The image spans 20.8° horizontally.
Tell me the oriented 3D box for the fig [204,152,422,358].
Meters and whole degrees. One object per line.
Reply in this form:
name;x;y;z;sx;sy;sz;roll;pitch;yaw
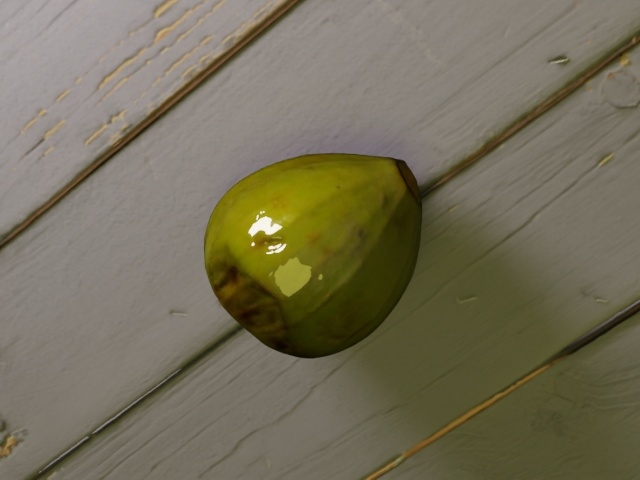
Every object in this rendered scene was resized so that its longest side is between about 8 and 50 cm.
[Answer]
fig;0.000;0.000;2.047;0.271;0.239;0.239;-44;106;8
